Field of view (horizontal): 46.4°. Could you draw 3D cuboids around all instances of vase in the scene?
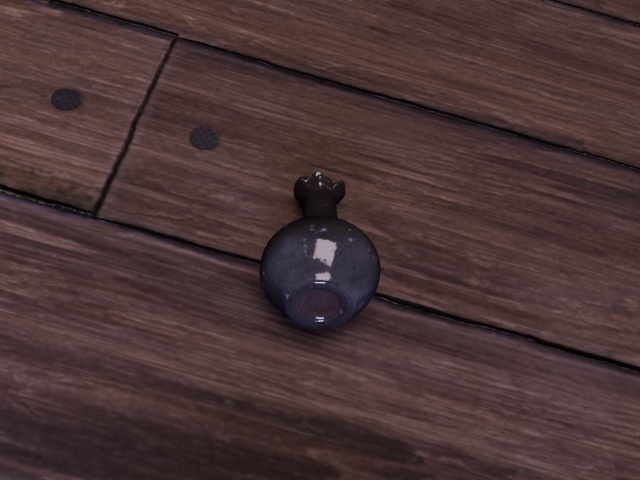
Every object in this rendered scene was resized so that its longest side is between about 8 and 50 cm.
[{"bbox_3d":[0.000,0.000,0.772,0.120,0.120,0.183,8,44,-7],"label":"vase"}]
